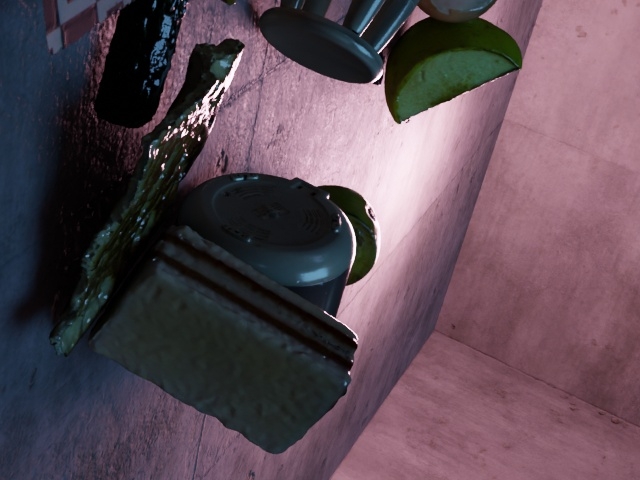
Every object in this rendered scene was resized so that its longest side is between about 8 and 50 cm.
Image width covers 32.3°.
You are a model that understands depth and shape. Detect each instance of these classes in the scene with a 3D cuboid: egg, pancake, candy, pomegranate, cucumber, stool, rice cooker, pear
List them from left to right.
[{"bbox_3d":[-0.229,-0.052,1.367,0.426,0.067,0.305,-58,-179,27],"label":"pancake"},{"bbox_3d":[-0.186,-0.274,1.244,0.081,0.072,0.303,54,-51,57],"label":"cucumber"},{"bbox_3d":[-0.127,0.132,1.487,0.179,0.321,0.135,-53,-169,31],"label":"candy"},{"bbox_3d":[-0.102,0.062,1.679,0.288,0.288,0.277,-43,154,-53],"label":"rice cooker"},{"bbox_3d":[0.015,0.000,2.129,0.159,0.190,0.240,-87,-170,-59],"label":"pomegranate"},{"bbox_3d":[0.033,-0.357,1.626,0.195,0.195,0.198,56,56,-71],"label":"stool"},{"bbox_3d":[0.242,-0.399,2.240,0.139,0.288,0.239,52,25,-35],"label":"pear"},{"bbox_3d":[0.256,-0.514,2.097,0.201,0.201,0.244,-65,174,-2],"label":"egg"}]

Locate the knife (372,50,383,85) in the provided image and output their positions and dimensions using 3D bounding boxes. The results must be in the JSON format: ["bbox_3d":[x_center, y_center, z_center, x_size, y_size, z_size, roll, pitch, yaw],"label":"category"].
[{"bbox_3d":[0.115,-0.353,2.213,0.031,0.018,0.121,-60,162,-23],"label":"knife"}]

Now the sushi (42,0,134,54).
[{"bbox_3d":[-0.146,-0.390,1.031,0.359,0.064,0.343,-54,152,-51],"label":"sushi"}]

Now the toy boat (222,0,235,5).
[{"bbox_3d":[-0.034,-0.412,1.452,0.310,0.115,0.089,-52,160,-37],"label":"toy boat"}]
